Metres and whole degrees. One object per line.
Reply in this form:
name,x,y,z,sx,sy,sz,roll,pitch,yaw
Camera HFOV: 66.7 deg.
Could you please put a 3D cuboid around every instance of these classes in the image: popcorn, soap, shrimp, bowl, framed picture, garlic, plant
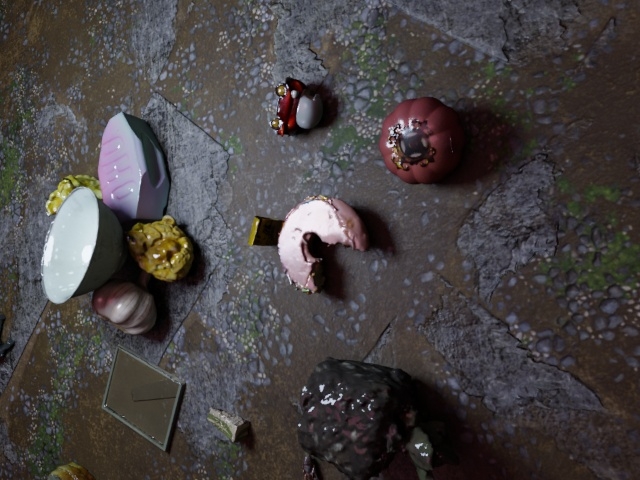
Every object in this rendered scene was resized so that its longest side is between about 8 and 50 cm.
popcorn,-0.441,0.024,1.352,0.194,0.163,0.140,31,125,-5
soap,-0.557,-0.202,1.440,0.192,0.109,0.324,-19,78,26
popcorn,-0.737,-0.130,1.483,0.173,0.195,0.168,-44,77,25
shrimp,-0.024,0.556,1.154,0.038,0.029,0.092,-26,79,24
bowl,-0.619,0.022,1.327,0.313,0.146,0.314,-11,72,38
framed picture,-0.531,0.459,1.441,0.289,0.020,0.211,18,96,29
garlic,-0.536,0.146,1.403,0.199,0.199,0.226,15,65,28
plant,0.124,0.369,0.978,0.312,0.215,0.213,8,94,27

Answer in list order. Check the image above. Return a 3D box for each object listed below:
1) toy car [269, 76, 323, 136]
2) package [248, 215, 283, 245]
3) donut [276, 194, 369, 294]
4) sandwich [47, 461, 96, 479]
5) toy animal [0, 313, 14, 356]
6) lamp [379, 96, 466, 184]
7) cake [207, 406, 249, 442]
toy car,-0.050,-0.314,1.179,0.112,0.112,0.139,19,107,12
package,-0.143,-0.022,1.192,0.047,0.131,0.071,17,98,23
donut,0.000,0.000,1.137,0.233,0.085,0.199,-41,70,21
sandwich,-0.776,0.877,1.510,0.271,0.099,0.301,23,100,28
toy animal,-1.229,0.329,1.792,0.269,0.082,0.137,46,107,22
lamp,0.212,-0.206,1.010,0.182,0.140,0.182,11,111,31
cake,-0.243,0.479,1.281,0.140,0.055,0.051,12,95,46
